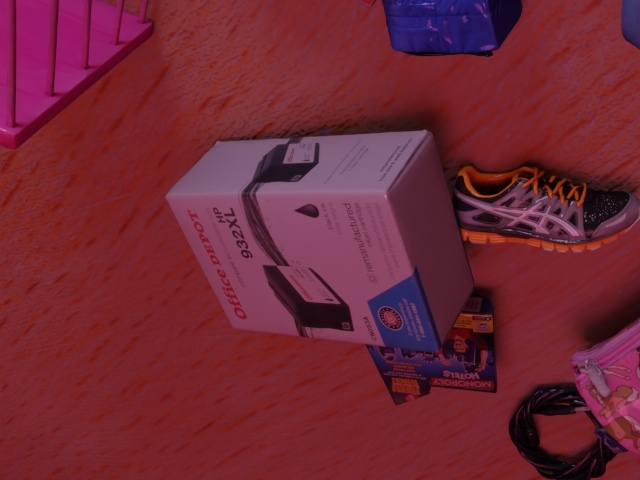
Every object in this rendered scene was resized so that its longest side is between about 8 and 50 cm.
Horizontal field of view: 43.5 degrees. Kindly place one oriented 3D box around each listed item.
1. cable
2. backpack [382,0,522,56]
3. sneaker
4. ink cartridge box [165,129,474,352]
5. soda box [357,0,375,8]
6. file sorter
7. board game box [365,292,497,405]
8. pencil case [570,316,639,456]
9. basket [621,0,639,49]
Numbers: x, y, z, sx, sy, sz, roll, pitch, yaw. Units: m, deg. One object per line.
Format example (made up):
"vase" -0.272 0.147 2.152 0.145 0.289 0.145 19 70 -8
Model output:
"cable" 0.344 0.284 1.151 0.151 0.047 0.184 24 133 1
"backpack" 0.122 -0.237 0.782 0.120 0.098 0.101 3 125 34
"sneaker" 0.247 -0.042 0.902 0.215 0.084 0.083 0 122 22
"ink cartridge box" 0.000 0.000 0.961 0.308 0.129 0.223 2 128 34
"soda box" 0.079 -0.347 0.709 0.083 0.092 0.263 30 131 -4
"file sorter" -0.310 -0.267 0.798 0.202 0.290 0.182 22 129 3
"board game box" 0.147 0.148 1.108 0.194 0.060 0.194 3 129 19
"pencil case" 0.452 0.094 0.883 0.160 0.167 0.386 55 134 18
"basket" 0.316 -0.282 0.526 0.201 0.289 0.254 47 173 32
